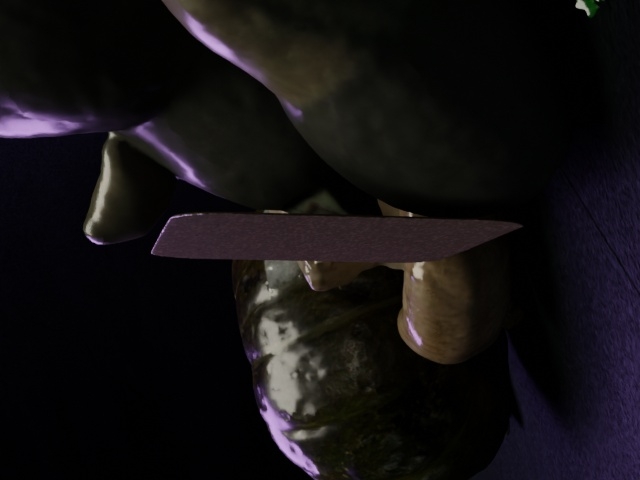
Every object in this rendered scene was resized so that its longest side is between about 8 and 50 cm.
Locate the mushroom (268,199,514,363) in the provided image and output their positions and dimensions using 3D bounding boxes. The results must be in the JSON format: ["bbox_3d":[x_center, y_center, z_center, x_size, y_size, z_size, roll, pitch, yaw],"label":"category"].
[{"bbox_3d":[0.042,-0.068,1.260,0.286,0.156,0.151,58,160,21],"label":"mushroom"}]

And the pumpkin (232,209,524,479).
[{"bbox_3d":[0.057,0.064,1.405,0.260,0.189,0.260,42,-143,-43],"label":"pumpkin"}]

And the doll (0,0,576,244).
[{"bbox_3d":[-0.076,-0.152,1.022,0.378,0.382,0.252,-10,63,51],"label":"doll"}]

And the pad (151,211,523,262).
[{"bbox_3d":[0.000,0.000,1.060,0.266,0.176,0.002,147,124,-81],"label":"pad"}]

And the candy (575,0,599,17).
[{"bbox_3d":[0.066,-0.175,0.771,0.203,0.078,0.141,62,-171,-76],"label":"candy"}]

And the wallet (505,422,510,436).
[{"bbox_3d":[0.126,0.103,1.647,0.153,0.039,0.118,-132,27,-80],"label":"wallet"}]
